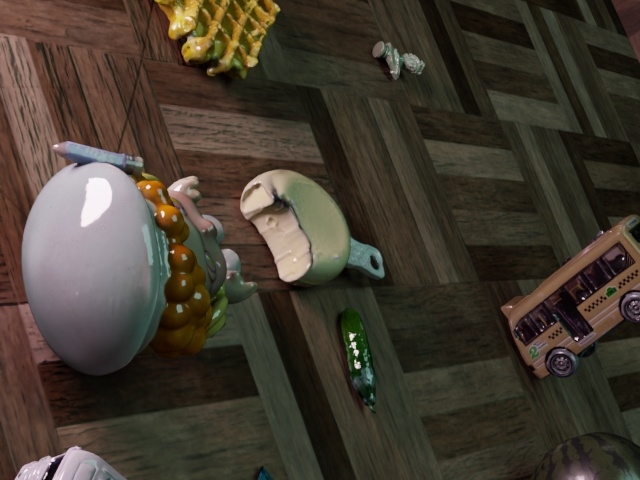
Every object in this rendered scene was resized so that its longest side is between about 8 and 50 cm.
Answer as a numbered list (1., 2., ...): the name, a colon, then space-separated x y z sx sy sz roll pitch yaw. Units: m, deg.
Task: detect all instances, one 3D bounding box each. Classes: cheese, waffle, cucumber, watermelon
1. cheese: -0.002 -0.018 1.764 0.249 0.070 0.163 -3 69 -55
2. waffle: -0.165 -0.330 1.792 0.229 0.057 0.219 44 36 -24
3. cucumber: 0.053 0.158 1.736 0.037 0.037 0.155 19 50 -48
4. watermelon: 0.410 0.390 1.900 0.212 0.212 0.212 35 40 -36

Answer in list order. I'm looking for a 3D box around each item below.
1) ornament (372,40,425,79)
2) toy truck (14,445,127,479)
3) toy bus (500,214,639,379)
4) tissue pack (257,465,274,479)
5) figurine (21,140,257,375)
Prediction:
1. ornament: 0.129 -0.310 2.214 0.092 0.041 0.068 -11 69 -47
2. toy truck: -0.188 0.286 1.213 0.216 0.116 0.110 47 34 -21
3. toy bus: 0.439 0.095 2.109 0.157 0.289 0.139 52 32 8
4. tissue pack: -0.063 0.323 1.452 0.085 0.028 0.138 57 27 -12
5. figurine: -0.180 0.046 1.387 0.225 0.205 0.382 68 12 17
